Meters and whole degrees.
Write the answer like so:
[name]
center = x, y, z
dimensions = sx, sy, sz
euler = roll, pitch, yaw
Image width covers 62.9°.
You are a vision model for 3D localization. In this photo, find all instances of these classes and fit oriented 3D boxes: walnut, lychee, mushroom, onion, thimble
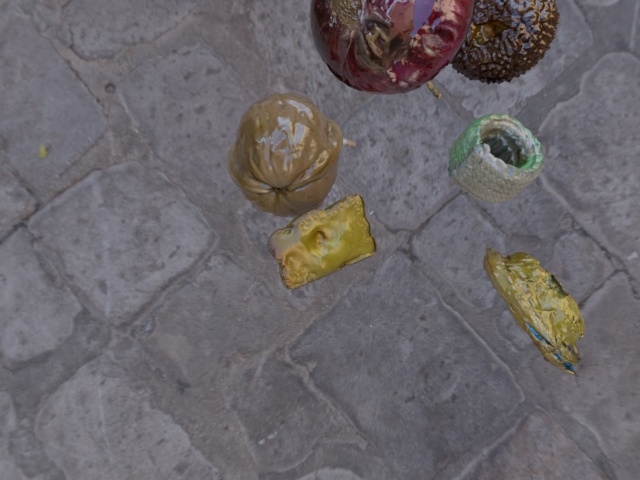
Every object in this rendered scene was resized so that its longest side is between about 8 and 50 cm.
[walnut]
center = -0.082, -0.201, 1.238
dimensions = 0.285, 0.296, 0.285
euler = -11, 46, 11
[lychee]
center = 0.437, -0.511, 1.270
dimensions = 0.267, 0.267, 0.267
euler = -1, 81, 5
[mushroom]
center = 0.239, -0.353, 1.170
dimensions = 0.028, 0.286, 0.026
euler = 15, 115, -3
[onion]
center = 0.095, -0.315, 0.706
dimensions = 0.246, 0.190, 0.246
euler = -6, 82, 48
[thimble]
center = 0.438, -0.205, 1.327
dimensions = 0.219, 0.150, 0.219
euler = 10, 59, -17

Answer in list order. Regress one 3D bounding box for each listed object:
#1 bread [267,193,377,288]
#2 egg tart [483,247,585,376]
[bread]
center = 0.000, 0.000, 1.141
dimensions = 0.233, 0.088, 0.160
euler = -24, 110, -16
[egg tart]
center = 0.434, 0.121, 1.017
dimensions = 0.107, 0.291, 0.291
euler = -40, 78, 21
